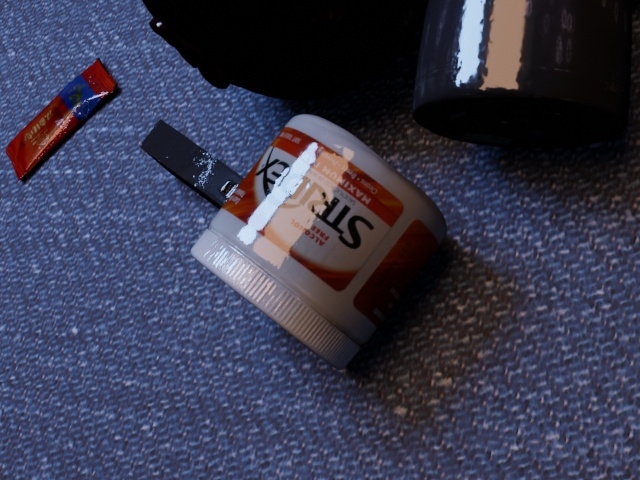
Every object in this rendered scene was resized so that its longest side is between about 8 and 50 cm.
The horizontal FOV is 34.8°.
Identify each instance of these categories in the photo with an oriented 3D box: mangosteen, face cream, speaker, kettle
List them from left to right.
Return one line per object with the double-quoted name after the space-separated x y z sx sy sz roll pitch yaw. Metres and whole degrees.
-0.126 -0.068 1.232 0.218 0.082 0.044 36 85 37 "speaker"
-0.015 -0.370 1.138 0.435 0.382 0.382 -51 51 -1 "mangosteen"
0.000 0.000 1.041 0.201 0.201 0.187 34 84 39 "face cream"
0.197 -0.248 1.039 0.207 0.268 0.291 6 82 -11 "kettle"

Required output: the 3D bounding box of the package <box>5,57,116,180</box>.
-0.378 -0.177 1.477 0.200 0.022 0.083 -44 51 5 "package"
